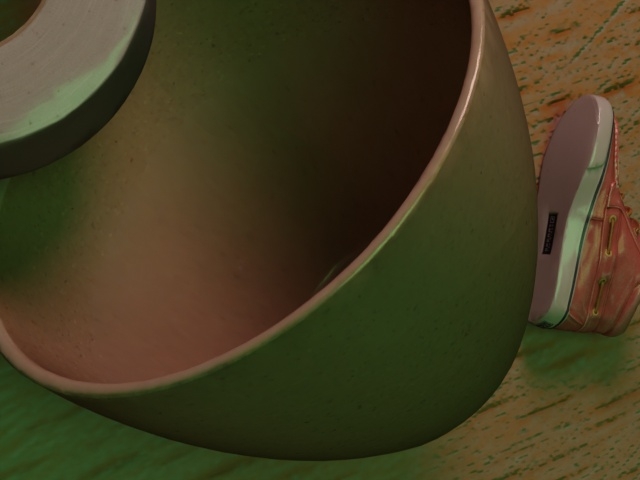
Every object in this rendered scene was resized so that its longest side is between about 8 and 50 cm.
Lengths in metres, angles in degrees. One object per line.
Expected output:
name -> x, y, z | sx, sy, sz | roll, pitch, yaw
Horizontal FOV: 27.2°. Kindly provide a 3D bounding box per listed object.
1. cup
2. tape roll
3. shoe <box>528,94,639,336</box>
cup -> 0.000, 0.000, 0.798 | 0.331, 0.331, 0.237 | -57, 133, -13
tape roll -> -0.203, -0.146, 0.745 | 0.219, 0.072, 0.219 | 1, 80, -6
shoe -> 0.210, -0.016, 0.998 | 0.081, 0.063, 0.178 | 12, 90, -24
